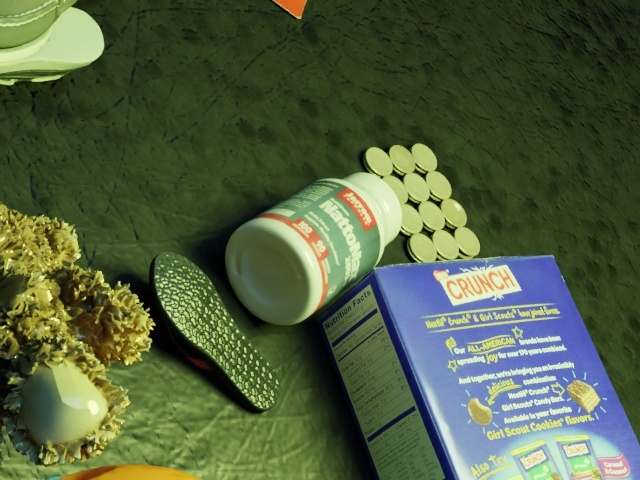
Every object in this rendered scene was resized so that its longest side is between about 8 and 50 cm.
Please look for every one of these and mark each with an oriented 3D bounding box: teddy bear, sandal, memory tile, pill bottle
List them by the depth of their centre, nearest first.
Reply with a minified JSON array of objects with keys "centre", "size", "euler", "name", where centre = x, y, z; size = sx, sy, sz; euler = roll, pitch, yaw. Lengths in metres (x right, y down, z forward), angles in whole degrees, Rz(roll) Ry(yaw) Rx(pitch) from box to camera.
[{"centre":[-0.245,0.088,1.155],"size":[0.245,0.338,0.113],"euler":[-35,123,-18],"name":"teddy bear"},{"centre":[-0.105,0.089,1.407],"size":[0.179,0.040,0.067],"euler":[53,45,-18],"name":"sandal"},{"centre":[0.000,0.000,1.503],"size":[0.108,0.108,0.180],"euler":[53,42,3],"name":"pill bottle"},{"centre":[0.112,-0.041,1.701],"size":[0.113,0.012,0.148],"euler":[-10,67,-44],"name":"memory tile"}]

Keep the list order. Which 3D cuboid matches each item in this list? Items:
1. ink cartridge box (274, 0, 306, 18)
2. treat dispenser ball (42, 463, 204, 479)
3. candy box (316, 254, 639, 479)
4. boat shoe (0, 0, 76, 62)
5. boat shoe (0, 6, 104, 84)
[{"centre":[-0.050,-0.357,1.766],"size":[0.145,0.045,0.179],"euler":[34,41,-16],"name":"ink cartridge box"},{"centre":[-0.135,0.296,1.037],"size":[0.288,0.288,0.288],"euler":[22,49,-28],"name":"treat dispenser ball"},{"centre":[0.171,0.180,1.511],"size":[0.268,0.122,0.317],"euler":[-3,64,-41],"name":"candy box"},{"centre":[-0.249,-0.254,1.378],"size":[0.109,0.091,0.305],"euler":[39,33,-6],"name":"boat shoe"},{"centre":[-0.301,-0.174,1.397],"size":[0.219,0.070,0.078],"euler":[0,68,-46],"name":"boat shoe"}]
